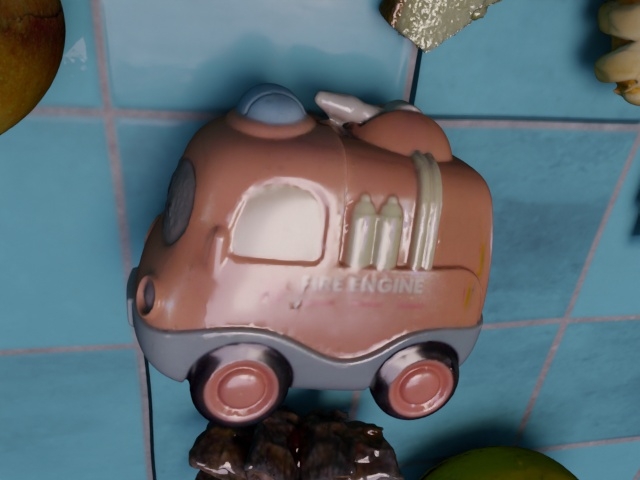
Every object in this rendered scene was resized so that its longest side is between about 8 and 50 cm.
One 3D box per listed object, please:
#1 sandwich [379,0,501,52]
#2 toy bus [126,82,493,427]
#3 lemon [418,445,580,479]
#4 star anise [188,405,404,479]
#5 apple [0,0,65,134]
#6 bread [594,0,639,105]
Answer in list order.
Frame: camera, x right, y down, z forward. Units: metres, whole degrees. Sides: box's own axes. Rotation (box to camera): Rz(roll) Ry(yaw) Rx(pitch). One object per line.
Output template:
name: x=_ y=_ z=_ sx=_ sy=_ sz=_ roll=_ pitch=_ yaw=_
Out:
sandwich: x=0.099 y=-0.193 z=0.439 sx=0.104 sy=0.036 sz=0.093 roll=-3 pitch=122 yaw=-12
toy bus: x=0.000 y=0.000 z=0.457 sx=0.287 sy=0.194 sz=0.232 roll=6 pitch=113 yaw=-15
lemon: x=0.227 y=0.407 z=0.718 sx=0.296 sy=0.297 sz=0.297 roll=-6 pitch=124 yaw=-9
star anise: x=-0.030 y=0.244 z=0.656 sx=0.223 sy=0.109 sz=0.236 roll=-21 pitch=143 yaw=29
apple: x=-0.239 y=-0.128 z=0.330 sx=0.147 sy=0.146 sz=0.163 roll=-29 pitch=162 yaw=20
bread: x=0.276 y=-0.194 z=0.448 sx=0.119 sy=0.084 sz=0.177 roll=-9 pitch=124 yaw=-8
